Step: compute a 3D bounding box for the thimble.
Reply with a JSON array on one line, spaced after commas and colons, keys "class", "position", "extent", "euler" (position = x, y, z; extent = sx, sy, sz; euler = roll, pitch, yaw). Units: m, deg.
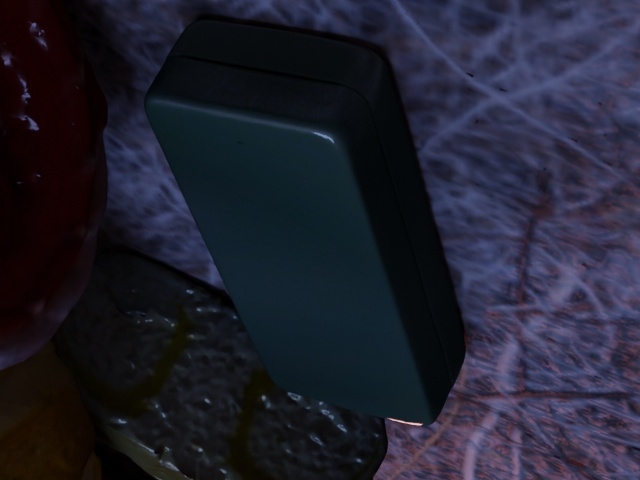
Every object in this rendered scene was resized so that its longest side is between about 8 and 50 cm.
[{"class": "thimble", "position": [-0.167, -0.038, 0.510], "extent": [0.125, 0.163, 0.189], "euler": [3, 150, 36]}]

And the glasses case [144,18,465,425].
[{"class": "glasses case", "position": [0.000, 0.000, 0.557], "extent": [0.078, 0.039, 0.184], "euler": [12, 147, 24]}]

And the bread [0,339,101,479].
[{"class": "bread", "position": [-0.239, 0.066, 0.672], "extent": [0.294, 0.167, 0.132], "euler": [22, 129, 42]}]

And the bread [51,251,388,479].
[{"class": "bread", "position": [-0.057, 0.071, 0.690], "extent": [0.157, 0.083, 0.094], "euler": [35, 162, -16]}]

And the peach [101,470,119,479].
[{"class": "peach", "position": [-0.215, 0.301, 0.884], "extent": [0.388, 0.388, 0.388], "euler": [20, 150, 12]}]
